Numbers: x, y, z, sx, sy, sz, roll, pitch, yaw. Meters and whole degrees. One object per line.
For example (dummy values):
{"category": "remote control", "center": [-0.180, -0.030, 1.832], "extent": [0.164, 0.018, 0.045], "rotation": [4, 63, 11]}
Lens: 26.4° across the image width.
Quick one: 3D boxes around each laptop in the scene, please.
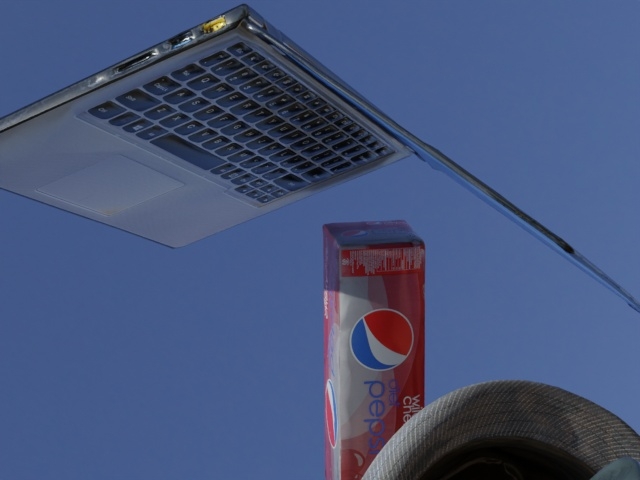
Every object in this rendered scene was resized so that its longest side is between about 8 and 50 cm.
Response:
{"category": "laptop", "center": [0.000, 0.000, 1.044], "extent": [0.382, 0.408, 0.236], "rotation": [26, -135, -66]}

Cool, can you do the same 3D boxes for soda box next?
{"category": "soda box", "center": [0.050, 0.117, 1.280], "extent": [0.084, 0.092, 0.263], "rotation": [-2, -76, -9]}

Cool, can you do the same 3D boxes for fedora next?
{"category": "fedora", "center": [0.112, 0.235, 0.961], "extent": [0.244, 0.124, 0.275], "rotation": [17, -98, -12]}

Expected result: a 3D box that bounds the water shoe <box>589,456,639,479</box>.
{"category": "water shoe", "center": [0.156, 0.109, 0.393], "extent": [0.080, 0.203, 0.073], "rotation": [-47, -43, -41]}
